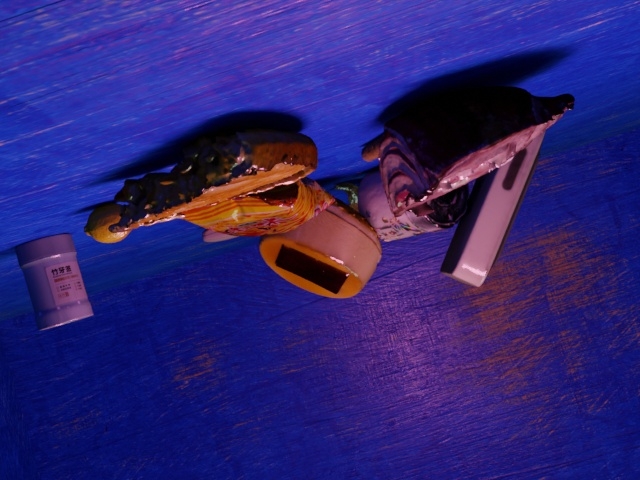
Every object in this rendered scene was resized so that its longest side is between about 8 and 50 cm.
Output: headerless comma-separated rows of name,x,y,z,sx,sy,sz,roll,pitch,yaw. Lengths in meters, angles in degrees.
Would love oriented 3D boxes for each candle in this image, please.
candle,0.182,-0.091,1.907,0.187,0.187,0.330,-15,180,-39

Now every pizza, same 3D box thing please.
pizza,-0.118,-0.088,1.059,0.287,0.074,0.251,-17,178,39

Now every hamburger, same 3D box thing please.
hamburger,0.000,0.000,1.866,0.300,0.300,0.176,-20,-141,59

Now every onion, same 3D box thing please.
onion,0.210,-0.155,1.191,0.280,0.146,0.314,-30,172,-12

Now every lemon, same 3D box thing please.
lemon,-0.324,-0.026,1.254,0.083,0.062,0.062,-19,178,7

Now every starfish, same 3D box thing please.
starfish,0.116,-0.073,2.097,0.277,0.062,0.236,25,134,-34

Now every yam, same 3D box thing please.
yam,0.109,-0.164,1.402,0.032,0.032,0.145,-16,177,-20

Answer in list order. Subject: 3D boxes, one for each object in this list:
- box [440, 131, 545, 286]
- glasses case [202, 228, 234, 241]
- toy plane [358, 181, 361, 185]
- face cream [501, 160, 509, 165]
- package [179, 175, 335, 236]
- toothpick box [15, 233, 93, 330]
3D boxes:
box,0.379,-0.079,1.813,0.090,0.367,0.373,23,-179,5
glasses case,-0.208,-0.037,2.071,0.204,0.051,0.081,-17,177,22
toy plane,0.168,-0.121,2.231,0.254,0.105,0.271,-25,171,27
face cream,0.233,-0.160,1.427,0.206,0.111,0.206,-19,179,-1
package,-0.111,-0.066,1.374,0.223,0.108,0.288,-11,172,14
toothpick box,-0.474,0.074,1.459,0.101,0.153,0.101,-17,179,0
